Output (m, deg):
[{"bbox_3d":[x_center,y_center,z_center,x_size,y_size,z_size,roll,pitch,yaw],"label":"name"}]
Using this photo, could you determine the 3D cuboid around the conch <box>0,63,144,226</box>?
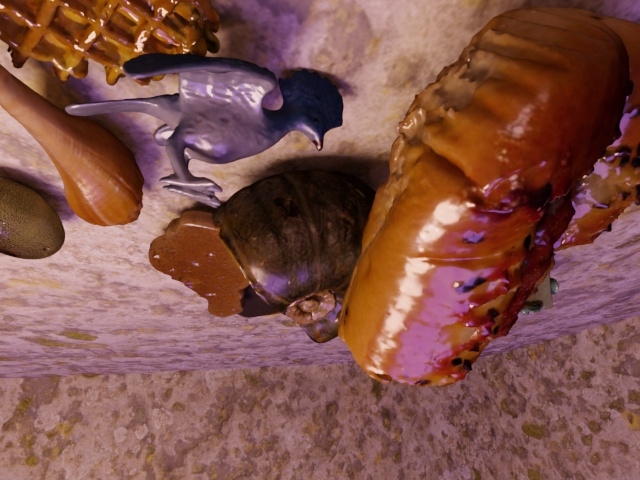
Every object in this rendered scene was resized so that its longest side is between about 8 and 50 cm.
[{"bbox_3d":[-0.265,-0.099,0.451,0.093,0.109,0.330,-20,158,-16],"label":"conch"}]

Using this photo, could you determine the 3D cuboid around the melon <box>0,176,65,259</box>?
[{"bbox_3d":[-0.434,-0.027,0.571,0.099,0.099,0.162,-7,154,3],"label":"melon"}]

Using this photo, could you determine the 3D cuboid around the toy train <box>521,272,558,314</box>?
[{"bbox_3d":[0.425,0.122,1.011,0.327,0.129,0.159,-2,177,-9],"label":"toy train"}]

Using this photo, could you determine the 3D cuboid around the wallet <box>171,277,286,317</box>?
[{"bbox_3d":[-0.197,0.089,0.866,0.165,0.042,0.309,-15,140,29],"label":"wallet"}]

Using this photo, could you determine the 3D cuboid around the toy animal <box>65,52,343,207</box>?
[{"bbox_3d":[-0.108,-0.125,0.417,0.256,0.176,0.239,20,168,-16],"label":"toy animal"}]

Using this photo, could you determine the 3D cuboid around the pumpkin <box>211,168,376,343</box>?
[{"bbox_3d":[0.000,0.000,0.642,0.232,0.242,0.325,-37,148,-3],"label":"pumpkin"}]

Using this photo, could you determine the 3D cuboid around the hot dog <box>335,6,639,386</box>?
[{"bbox_3d":[0.208,-0.044,0.440,0.368,0.196,0.365,-21,135,-38],"label":"hot dog"}]

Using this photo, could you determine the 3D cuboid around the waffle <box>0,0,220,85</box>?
[{"bbox_3d":[-0.189,-0.208,0.292,0.229,0.051,0.231,-3,156,-8],"label":"waffle"}]

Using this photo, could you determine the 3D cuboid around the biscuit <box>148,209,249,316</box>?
[{"bbox_3d":[-0.209,0.056,0.754,0.184,0.047,0.319,-1,141,10],"label":"biscuit"}]
